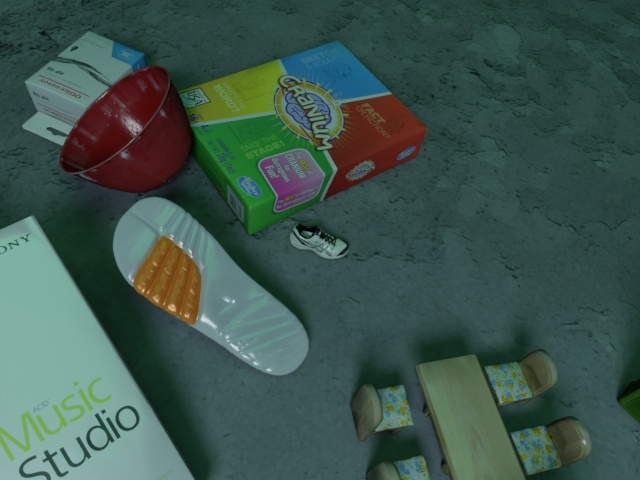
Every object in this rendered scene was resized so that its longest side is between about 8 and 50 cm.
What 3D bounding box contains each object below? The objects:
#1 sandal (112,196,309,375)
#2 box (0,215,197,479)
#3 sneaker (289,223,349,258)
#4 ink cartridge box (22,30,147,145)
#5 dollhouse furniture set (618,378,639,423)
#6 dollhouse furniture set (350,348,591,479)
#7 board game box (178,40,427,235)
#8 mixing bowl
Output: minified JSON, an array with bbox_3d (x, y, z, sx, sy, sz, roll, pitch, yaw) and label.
[{"bbox_3d":[-0.131,0.065,0.594,0.265,0.076,0.102,43,73,-5],"label":"sandal"},{"bbox_3d":[-0.285,0.166,0.443,0.232,0.058,0.322,-32,85,-26],"label":"box"},{"bbox_3d":[0.000,0.000,0.673,0.083,0.037,0.032,12,53,-3],"label":"sneaker"},{"bbox_3d":[-0.354,-0.227,0.752,0.104,0.060,0.180,23,56,6],"label":"ink cartridge box"},{"bbox_3d":[0.538,0.213,0.550,0.197,0.151,0.301,-31,67,-26],"label":"dollhouse furniture set"},{"bbox_3d":[0.168,0.221,0.477,0.212,0.161,0.242,-7,58,-13],"label":"dollhouse furniture set"},{"bbox_3d":[-0.034,-0.173,0.767,0.316,0.064,0.242,-28,65,-25],"label":"board game box"},{"bbox_3d":[-0.239,-0.131,0.665,0.181,0.098,0.182,-18,50,23],"label":"mixing bowl"}]
